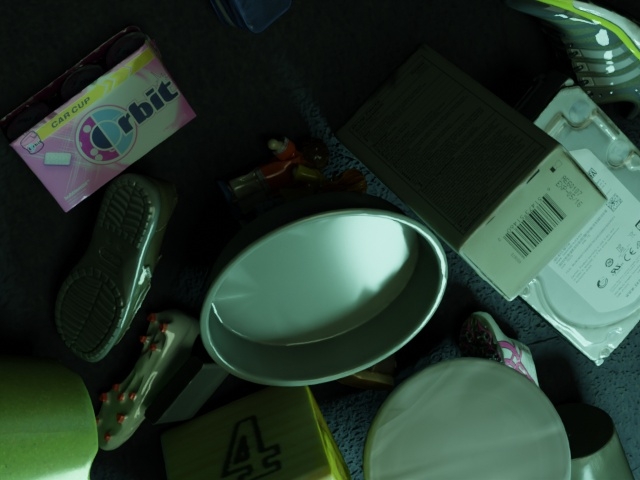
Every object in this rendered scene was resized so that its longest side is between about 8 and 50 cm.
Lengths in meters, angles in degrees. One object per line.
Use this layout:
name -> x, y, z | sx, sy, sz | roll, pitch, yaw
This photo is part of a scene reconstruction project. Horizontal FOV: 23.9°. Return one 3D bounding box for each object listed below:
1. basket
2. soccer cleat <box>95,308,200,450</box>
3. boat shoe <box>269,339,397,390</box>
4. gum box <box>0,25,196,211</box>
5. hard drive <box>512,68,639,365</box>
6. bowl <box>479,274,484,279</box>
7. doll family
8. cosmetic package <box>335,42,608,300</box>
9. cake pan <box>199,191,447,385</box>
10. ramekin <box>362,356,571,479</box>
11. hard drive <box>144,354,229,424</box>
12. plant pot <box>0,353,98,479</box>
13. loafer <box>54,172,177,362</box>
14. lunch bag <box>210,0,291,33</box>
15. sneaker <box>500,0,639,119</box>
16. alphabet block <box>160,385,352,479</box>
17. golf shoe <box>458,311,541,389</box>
basket -> 0.370, 0.358, 2.157 | 0.204, 0.154, 0.227 | -23, 121, -16
soccer cleat -> -0.203, 0.172, 1.811 | 0.076, 0.068, 0.196 | 20, 105, -42
boat shoe -> 0.008, 0.137, 1.903 | 0.207, 0.073, 0.073 | 16, 71, -36
gum box -> -0.235, -0.133, 1.626 | 0.188, 0.062, 0.107 | -37, 127, -4
hard drive -> 0.314, -0.022, 1.871 | 0.237, 0.064, 0.339 | -50, 123, 0
bowl -> 0.283, 0.001, 1.954 | 0.170, 0.080, 0.170 | -13, 121, -22
doll family -> 0.000, 0.000, 1.784 | 0.163, 0.118, 0.263 | -27, 127, -10
cosmetic package -> 0.162, -0.084, 1.703 | 0.160, 0.309, 0.113 | -45, 126, 3
cake pan -> -0.001, 0.054, 1.732 | 0.293, 0.054, 0.293 | -12, 138, -11
ramekin -> 0.176, 0.287, 1.951 | 0.272, 0.127, 0.273 | 1, 85, -10
hard drive -> -0.155, 0.177, 1.812 | 0.094, 0.022, 0.135 | -50, 167, 6
plant pot -> -0.393, 0.225, 1.644 | 0.254, 0.276, 0.276 | -1, 118, -40
loafer -> -0.219, 0.031, 1.703 | 0.087, 0.094, 0.251 | -23, 147, -56
lunch bag -> -0.083, -0.272, 1.627 | 0.067, 0.065, 0.098 | -41, 127, -21
sneaker -> 0.324, -0.231, 1.834 | 0.300, 0.111, 0.121 | 23, 108, -32
alphabet block -> -0.064, 0.317, 1.859 | 0.197, 0.193, 0.192 | -22, 127, 1
golf shoe -> 0.244, 0.159, 2.041 | 0.086, 0.067, 0.186 | -52, 129, -35
